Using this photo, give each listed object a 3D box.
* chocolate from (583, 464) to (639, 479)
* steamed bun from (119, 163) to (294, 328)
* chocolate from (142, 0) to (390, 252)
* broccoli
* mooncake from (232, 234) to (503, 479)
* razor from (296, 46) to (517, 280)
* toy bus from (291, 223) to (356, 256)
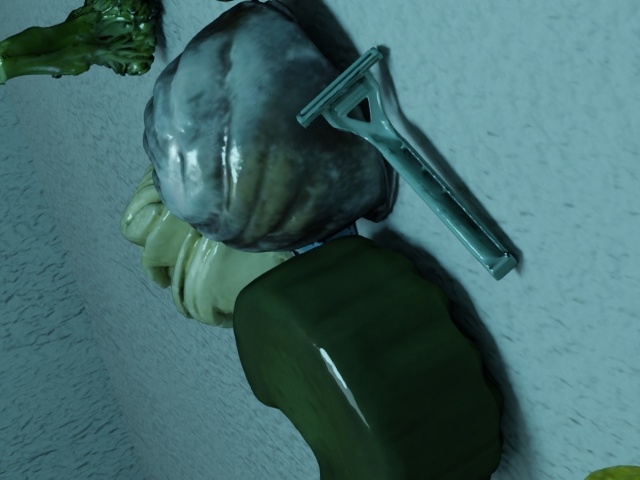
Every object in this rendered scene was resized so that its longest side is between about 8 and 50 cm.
[{"bbox_3d":[0.312,0.410,1.370,0.162,0.162,0.445,37,141,55],"label":"chocolate"},{"bbox_3d":[-0.155,0.004,2.028,0.289,0.203,0.276,53,157,32],"label":"steamed bun"},{"bbox_3d":[-0.088,-0.101,1.655,0.303,0.213,0.303,51,162,23],"label":"chocolate"},{"bbox_3d":[-0.366,-0.294,2.104,0.145,0.304,0.165,38,133,20],"label":"broccoli"},{"bbox_3d":[0.055,0.159,1.658,0.351,0.187,0.351,50,156,32],"label":"mooncake"},{"bbox_3d":[0.100,-0.067,1.472,0.278,0.111,0.056,50,-176,20],"label":"razor"},{"bbox_3d":[0.000,0.000,1.828,0.123,0.060,0.075,22,136,61],"label":"toy bus"}]
